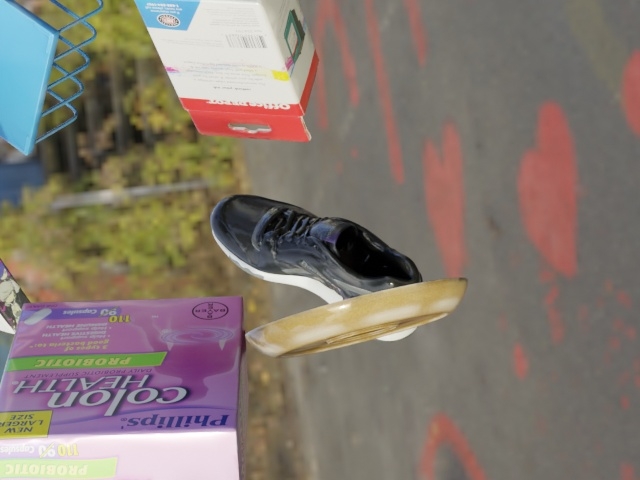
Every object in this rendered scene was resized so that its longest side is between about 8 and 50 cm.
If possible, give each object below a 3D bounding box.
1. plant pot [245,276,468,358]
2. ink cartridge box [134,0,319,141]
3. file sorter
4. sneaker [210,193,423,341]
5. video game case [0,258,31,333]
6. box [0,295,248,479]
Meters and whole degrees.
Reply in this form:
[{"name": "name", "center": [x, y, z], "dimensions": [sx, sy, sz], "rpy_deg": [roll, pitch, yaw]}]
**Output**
[{"name": "plant pot", "center": [0.040, 0.083, 1.794], "dimensions": [0.236, 0.236, 0.032], "rpy_deg": [133, 124, -77]}, {"name": "ink cartridge box", "center": [-0.085, -0.196, 1.764], "dimensions": [0.231, 0.134, 0.078], "rpy_deg": [69, -149, -56]}, {"name": "file sorter", "center": [-0.321, -0.207, 1.941], "dimensions": [0.118, 0.104, 0.170], "rpy_deg": [35, 132, 16]}, {"name": "sneaker", "center": [0.000, 0.000, 2.047], "dimensions": [0.107, 0.283, 0.124], "rpy_deg": [-55, -18, -28]}, {"name": "video game case", "center": [-0.438, 0.000, 1.905], "dimensions": [0.232, 0.042, 0.210], "rpy_deg": [10, 140, 43]}, {"name": "box", "center": [-0.175, 0.158, 1.587], "dimensions": [0.243, 0.213, 0.117], "rpy_deg": [-91, 0, -63]}]
